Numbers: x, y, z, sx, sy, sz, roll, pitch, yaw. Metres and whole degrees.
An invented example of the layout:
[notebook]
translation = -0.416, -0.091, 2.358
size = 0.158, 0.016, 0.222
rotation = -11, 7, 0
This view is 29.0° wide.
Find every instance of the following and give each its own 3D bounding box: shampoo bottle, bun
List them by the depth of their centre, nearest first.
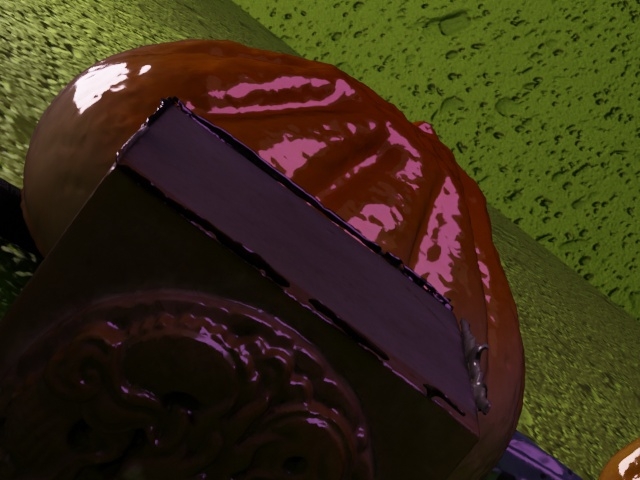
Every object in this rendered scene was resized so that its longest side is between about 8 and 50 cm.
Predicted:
[bun]
translation = 0.000, 0.000, 0.643
size = 0.299, 0.165, 0.299
rotation = 42, 8, -8
[shampoo bottle]
translation = -0.167, -0.017, 0.644
size = 0.137, 0.027, 0.048
rotation = 32, 4, -27

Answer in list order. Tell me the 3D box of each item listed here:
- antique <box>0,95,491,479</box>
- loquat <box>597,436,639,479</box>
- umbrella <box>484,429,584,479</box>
[antique]
translation = -0.042, 0.056, 0.427
size = 0.146, 0.152, 0.148
rotation = 36, 13, -6
[loquat]
translation = 0.268, 0.203, 0.905
size = 0.137, 0.113, 0.137
rotation = 48, 15, -17
[umbrella]
translation = 0.194, 0.206, 0.803
size = 0.250, 0.052, 0.053
rotation = 39, 10, 9
